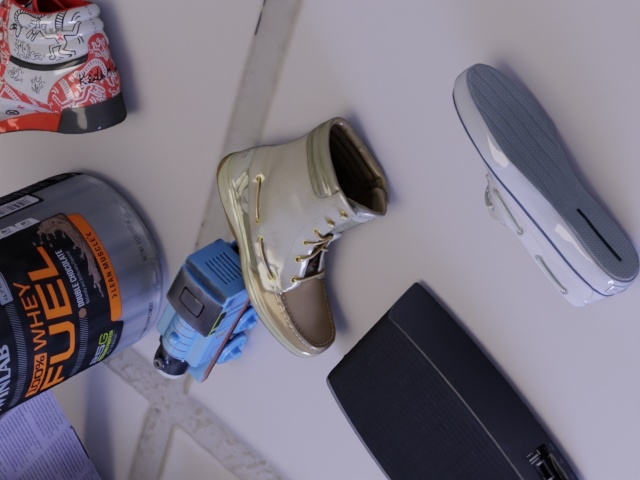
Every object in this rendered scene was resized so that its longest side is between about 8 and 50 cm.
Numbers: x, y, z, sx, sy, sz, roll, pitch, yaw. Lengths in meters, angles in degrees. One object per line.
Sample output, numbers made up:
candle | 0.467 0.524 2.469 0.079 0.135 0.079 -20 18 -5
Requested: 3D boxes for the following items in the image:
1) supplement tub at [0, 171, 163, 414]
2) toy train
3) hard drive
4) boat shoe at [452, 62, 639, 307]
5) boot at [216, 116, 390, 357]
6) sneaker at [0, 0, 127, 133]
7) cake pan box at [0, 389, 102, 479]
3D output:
supplement tub | -0.344 0.072 1.808 0.207 0.338 0.207 20 122 35
toy train | -0.112 0.071 1.762 0.080 0.105 0.184 47 133 16
hard drive | 0.118 0.183 1.641 0.255 0.054 0.172 52 135 11
boat shoe | 0.171 -0.039 1.467 0.076 0.083 0.226 -39 82 44
boot | 0.000 0.000 1.649 0.165 0.077 0.213 -17 94 43
sneaker | -0.321 -0.189 1.845 0.270 0.090 0.145 2 110 38
cake pan box | -0.367 0.299 1.952 0.070 0.246 0.267 28 152 36
